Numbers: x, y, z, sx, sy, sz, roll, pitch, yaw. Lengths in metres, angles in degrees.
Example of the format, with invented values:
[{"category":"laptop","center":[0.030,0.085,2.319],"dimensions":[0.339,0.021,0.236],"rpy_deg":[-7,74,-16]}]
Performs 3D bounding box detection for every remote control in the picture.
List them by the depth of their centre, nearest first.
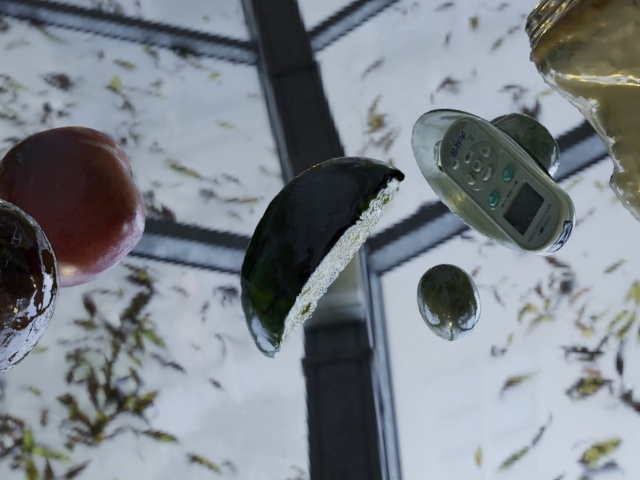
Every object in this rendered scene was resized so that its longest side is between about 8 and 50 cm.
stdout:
[{"category":"remote control","center":[0.206,-0.062,1.363],"dimensions":[0.042,0.078,0.221],"rpy_deg":[9,-151,-39]}]

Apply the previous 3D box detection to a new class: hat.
[{"category":"hat","center":[0.248,-0.106,1.592],"dimensions":[0.252,0.252,0.110],"rpy_deg":[27,-117,35]}]

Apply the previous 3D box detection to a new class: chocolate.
[{"category":"chocolate","center":[-0.301,0.039,1.048],"dimensions":[0.177,0.177,0.177],"rpy_deg":[-5,-140,4]}]

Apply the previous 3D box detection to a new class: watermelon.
[{"category":"watermelon","center":[0.000,0.000,1.529],"dimensions":[0.123,0.129,0.301],"rpy_deg":[28,-108,34]}]

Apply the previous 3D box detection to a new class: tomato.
[{"category":"tomato","center":[-0.341,-0.062,1.581],"dimensions":[0.200,0.139,0.233],"rpy_deg":[-29,-133,-3]}]

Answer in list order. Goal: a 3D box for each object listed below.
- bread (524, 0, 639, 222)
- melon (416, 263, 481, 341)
[{"category":"bread","center":[0.388,-0.190,1.035],"dimensions":[0.390,0.279,0.371],"rpy_deg":[-39,-172,16]},{"category":"melon","center":[0.201,0.097,1.911],"dimensions":[0.098,0.131,0.098],"rpy_deg":[-18,-154,9]}]
